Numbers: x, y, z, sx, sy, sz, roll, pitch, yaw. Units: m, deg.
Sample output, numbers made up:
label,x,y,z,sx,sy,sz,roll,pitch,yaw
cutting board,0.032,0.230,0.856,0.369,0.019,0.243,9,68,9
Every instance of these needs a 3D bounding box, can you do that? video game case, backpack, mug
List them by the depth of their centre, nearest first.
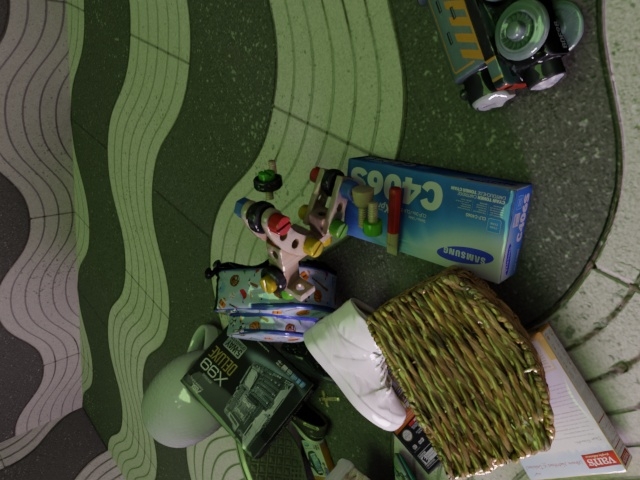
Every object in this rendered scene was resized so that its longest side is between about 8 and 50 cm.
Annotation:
label,x,y,z,sx,sy,sz,roll,pitch,yaw
video game case,0.218,0.336,0.985,0.248,0.035,0.275,45,130,26
backpack,-0.094,0.138,1.077,0.263,0.276,0.213,-17,74,33
mug,-0.410,0.462,1.505,0.328,0.276,0.375,-45,36,45

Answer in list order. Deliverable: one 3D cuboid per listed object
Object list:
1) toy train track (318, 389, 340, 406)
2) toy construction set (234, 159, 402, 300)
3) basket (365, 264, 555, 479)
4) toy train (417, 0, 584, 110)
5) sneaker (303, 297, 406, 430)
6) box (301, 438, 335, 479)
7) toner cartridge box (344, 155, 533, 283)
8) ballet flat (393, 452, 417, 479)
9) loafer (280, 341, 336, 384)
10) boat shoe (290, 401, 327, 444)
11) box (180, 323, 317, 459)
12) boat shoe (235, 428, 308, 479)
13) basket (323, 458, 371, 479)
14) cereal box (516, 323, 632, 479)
label,x,y,z,sx,sy,sz,roll,pitch,yaw
toy train track,0.022,0.431,1.223,0.083,0.014,0.048,-21,86,45
toy construction set,0.000,0.000,0.895,0.308,0.257,0.238,6,121,16
basket,0.252,0.198,0.775,0.213,0.223,0.299,-33,78,19
toy train,0.251,-0.369,0.685,0.190,0.142,0.334,-22,88,58
sneaker,0.119,0.258,0.955,0.169,0.108,0.292,-41,95,18
box,-0.006,0.618,1.295,0.081,0.028,0.136,-25,86,47
toner cartridge box,0.200,-0.055,0.859,0.347,0.075,0.166,19,116,40
ballet flat,0.212,0.586,1.033,0.188,0.070,0.070,53,132,21
loafer,-0.010,0.323,1.190,0.223,0.076,0.078,16,147,38
boat shoe,-0.071,0.477,1.286,0.227,0.081,0.069,31,120,27
box,-0.201,0.399,1.258,0.307,0.242,0.077,37,169,22
boat shoe,-0.111,0.734,1.315,0.156,0.186,0.501,-34,86,50
basket,0.072,0.760,1.002,0.266,0.328,0.332,19,132,38
cereal box,0.378,0.283,0.779,0.173,0.047,0.240,-39,75,45
